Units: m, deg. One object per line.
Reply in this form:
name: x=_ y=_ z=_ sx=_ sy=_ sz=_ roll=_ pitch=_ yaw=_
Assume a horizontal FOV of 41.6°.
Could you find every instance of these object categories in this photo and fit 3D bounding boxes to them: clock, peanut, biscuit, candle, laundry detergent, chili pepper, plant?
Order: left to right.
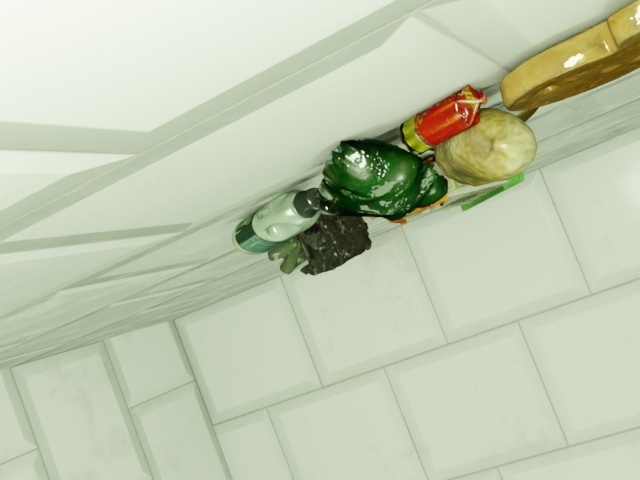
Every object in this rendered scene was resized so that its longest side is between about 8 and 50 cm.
laundry detergent: x=-0.059 y=-0.036 z=1.375 sx=0.099 sy=0.070 sz=0.226 roll=-11 pitch=171 yaw=-32
plant: x=0.000 y=0.000 z=1.705 sx=0.203 sy=0.131 sz=0.142 roll=-17 pitch=177 yaw=-31
chili pepper: x=0.089 y=-0.076 z=1.204 sx=0.148 sy=0.116 sz=0.264 roll=14 pitch=-178 yaw=20
clock: x=0.228 y=-0.113 z=1.660 sx=0.255 sy=0.106 sz=0.220 roll=-14 pitch=172 yaw=-26
candle: x=0.162 y=-0.157 z=1.082 sx=0.052 sy=0.052 sz=0.131 roll=-17 pitch=172 yaw=-44
peanut: x=0.228 y=-0.129 z=1.156 sx=0.110 sy=0.120 sz=0.236 roll=-49 pitch=-170 yaw=-3
biscuit: x=0.381 y=-0.247 z=1.010 sx=0.355 sy=0.052 sz=0.275 roll=-22 pitch=173 yaw=38

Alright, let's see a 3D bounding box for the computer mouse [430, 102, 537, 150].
computer mouse: x=0.260 y=-0.178 z=1.326 sx=0.199 sy=0.044 sz=0.102 roll=-22 pitch=173 yaw=2
